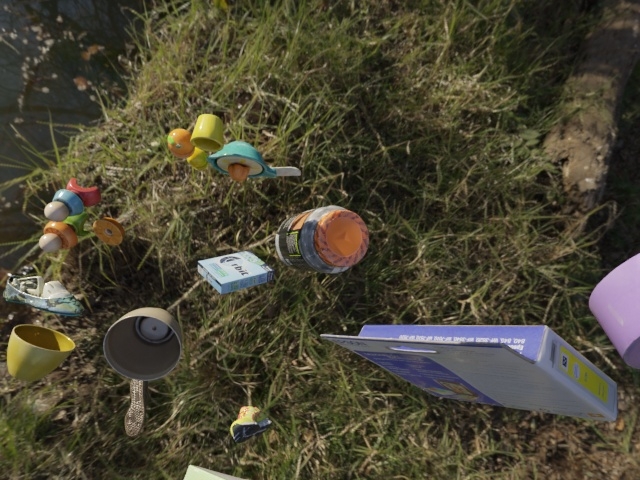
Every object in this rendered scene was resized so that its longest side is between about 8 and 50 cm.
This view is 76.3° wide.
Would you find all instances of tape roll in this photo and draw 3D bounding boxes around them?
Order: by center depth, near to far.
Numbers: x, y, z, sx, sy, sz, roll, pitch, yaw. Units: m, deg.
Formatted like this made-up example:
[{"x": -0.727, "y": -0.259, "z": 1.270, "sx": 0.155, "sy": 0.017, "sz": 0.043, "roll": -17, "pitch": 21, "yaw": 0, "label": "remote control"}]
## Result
[{"x": 0.443, "y": 0.077, "z": 0.490, "sx": 0.189, "sy": 0.188, "sz": 0.080, "roll": 3, "pitch": 46, "yaw": -13, "label": "tape roll"}]

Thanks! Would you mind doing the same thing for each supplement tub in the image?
[{"x": 0.000, "y": 0.000, "z": 1.211, "sx": 0.194, "sy": 0.316, "sz": 0.193, "roll": 1, "pitch": 88, "yaw": -23, "label": "supplement tub"}]

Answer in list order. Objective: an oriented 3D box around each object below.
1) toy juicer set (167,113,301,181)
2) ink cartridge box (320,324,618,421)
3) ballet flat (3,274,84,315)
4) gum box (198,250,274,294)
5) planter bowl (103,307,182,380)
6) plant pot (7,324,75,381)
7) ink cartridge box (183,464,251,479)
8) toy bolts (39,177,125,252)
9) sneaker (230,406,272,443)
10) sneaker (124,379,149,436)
[{"x": -0.227, "y": -0.185, "z": 1.016, "sx": 0.329, "sy": 0.210, "sz": 0.089, "roll": 22, "pitch": 68, "yaw": -53, "label": "toy juicer set"}, {"x": 0.211, "y": 0.177, "z": 0.609, "sx": 0.307, "sy": 0.304, "sz": 0.072, "roll": 36, "pitch": 61, "yaw": -29, "label": "ink cartridge box"}, {"x": -0.579, "y": 0.110, "z": 0.851, "sx": 0.189, "sy": 0.070, "sz": 0.070, "roll": 9, "pitch": 69, "yaw": 10, "label": "ballet flat"}, {"x": -0.266, "y": 0.096, "z": 1.286, "sx": 0.185, "sy": 0.041, "sz": 0.157, "roll": -14, "pitch": 31, "yaw": -39, "label": "gum box"}, {"x": -0.393, "y": 0.220, "z": 0.935, "sx": 0.162, "sy": 0.109, "sz": 0.161, "roll": -2, "pitch": 107, "yaw": -7, "label": "planter bowl"}, {"x": -0.671, "y": 0.271, "z": 0.958, "sx": 0.134, "sy": 0.134, "sz": 0.095, "roll": 27, "pitch": 84, "yaw": -4, "label": "plant pot"}, {"x": -0.086, "y": 0.429, "z": 0.664, "sx": 0.235, "sy": 0.171, "sz": 0.056, "roll": 38, "pitch": 55, "yaw": -33, "label": "ink cartridge box"}, {"x": -0.743, "y": -0.049, "z": 1.249, "sx": 0.219, "sy": 0.228, "sz": 0.158, "roll": 19, "pitch": 38, "yaw": 1, "label": "toy bolts"}, {"x": -0.234, "y": 0.571, "z": 1.286, "sx": 0.081, "sy": 0.208, "sz": 0.094, "roll": -42, "pitch": 65, "yaw": -3, "label": "sneaker"}, {"x": -0.604, "y": 0.556, "z": 1.374, "sx": 0.067, "sy": 0.071, "sz": 0.188, "roll": -6, "pitch": 66, "yaw": 5, "label": "sneaker"}]
